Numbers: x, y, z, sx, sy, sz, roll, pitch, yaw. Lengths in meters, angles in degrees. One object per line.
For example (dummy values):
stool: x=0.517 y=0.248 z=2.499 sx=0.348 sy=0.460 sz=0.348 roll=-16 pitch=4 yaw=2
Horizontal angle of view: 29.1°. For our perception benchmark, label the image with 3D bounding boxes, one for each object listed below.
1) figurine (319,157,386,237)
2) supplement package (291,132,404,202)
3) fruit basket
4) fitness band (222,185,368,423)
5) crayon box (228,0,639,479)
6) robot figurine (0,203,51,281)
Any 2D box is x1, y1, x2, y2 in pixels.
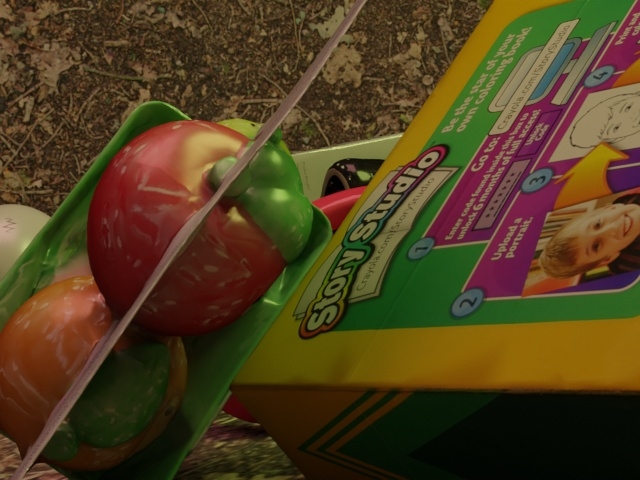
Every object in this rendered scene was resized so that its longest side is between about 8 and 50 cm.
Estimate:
figurine: x=0.135 y=0.001 z=1.186 sx=0.209 sy=0.215 sz=0.092 roll=-9 pitch=-41 yaw=-22
supplement package: x=0.000 y=0.000 z=1.312 sx=0.203 sy=0.194 sz=0.149 roll=-12 pitch=4 yaw=-18
fruit basket: x=-0.080 y=0.027 z=0.702 sx=0.327 sy=0.165 sz=0.353 roll=-56 pitch=11 yaw=-23
fitness band: x=0.019 y=0.044 z=1.003 sx=0.209 sy=0.054 sz=0.291 roll=7 pitch=36 yaw=34
crayon box: x=0.163 y=-0.022 z=0.672 sx=0.313 sy=0.106 sz=0.363 roll=-7 pitch=39 yaw=48
robot figurine: x=-0.361 y=0.074 z=1.210 sx=0.278 sy=0.209 sz=0.173 roll=-22 pitch=1 yaw=1
